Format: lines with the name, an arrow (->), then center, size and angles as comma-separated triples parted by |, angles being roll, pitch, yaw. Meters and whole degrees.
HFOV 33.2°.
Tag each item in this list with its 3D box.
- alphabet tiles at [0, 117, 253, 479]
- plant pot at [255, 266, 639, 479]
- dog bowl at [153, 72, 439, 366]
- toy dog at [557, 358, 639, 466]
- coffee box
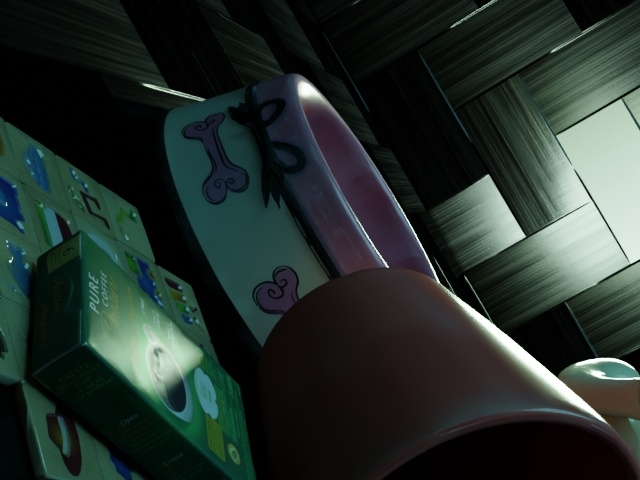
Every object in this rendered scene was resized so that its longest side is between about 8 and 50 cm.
alphabet tiles -> -0.152, 0.050, 0.728 | 0.342, 0.011, 0.285 | 40, 23, -58
plant pot -> 0.072, 0.165, 0.841 | 0.275, 0.275, 0.243 | 51, 4, -37
dog bowl -> 0.000, 0.000, 1.151 | 0.408, 0.150, 0.408 | 56, 13, -19
toy dog -> 0.343, 0.278, 1.200 | 0.395, 0.407, 0.285 | 59, 13, -64
coffee box -> -0.109, 0.089, 0.680 | 0.184, 0.040, 0.113 | 51, 14, -38
